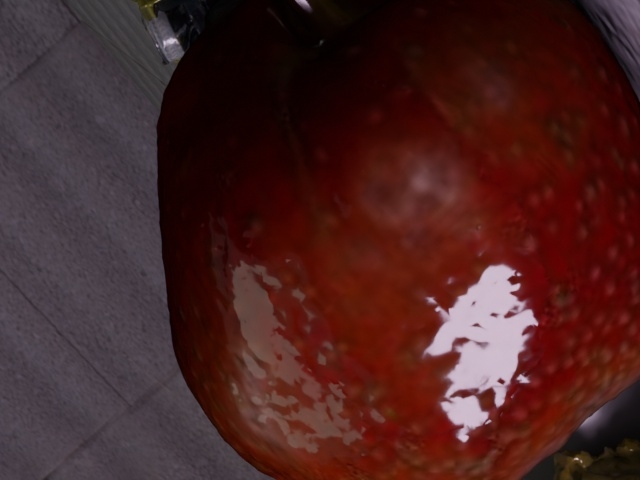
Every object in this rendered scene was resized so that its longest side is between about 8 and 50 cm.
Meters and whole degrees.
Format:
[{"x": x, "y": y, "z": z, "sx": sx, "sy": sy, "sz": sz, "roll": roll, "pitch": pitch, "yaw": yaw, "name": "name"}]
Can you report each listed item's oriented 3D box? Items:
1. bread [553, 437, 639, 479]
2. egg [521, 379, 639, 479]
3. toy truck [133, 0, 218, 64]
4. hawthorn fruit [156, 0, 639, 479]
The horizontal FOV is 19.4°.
[{"x": 0.252, "y": 0.209, "z": 1.159, "sx": 0.250, "sy": 0.179, "sz": 0.133, "roll": -1, "pitch": 159, "yaw": 16, "name": "bread"}, {"x": 0.142, "y": 0.072, "z": 1.277, "sx": 0.232, "sy": 0.176, "sz": 0.176, "roll": 29, "pitch": 172, "yaw": 7, "name": "egg"}, {"x": -0.109, "y": -0.252, "z": 1.299, "sx": 0.272, "sy": 0.124, "sz": 0.157, "roll": 64, "pitch": -177, "yaw": -62, "name": "toy truck"}, {"x": 0.032, "y": -0.031, "z": 0.975, "sx": 0.285, "sy": 0.285, "sz": 0.369, "roll": 42, "pitch": 165, "yaw": 44, "name": "hawthorn fruit"}]
